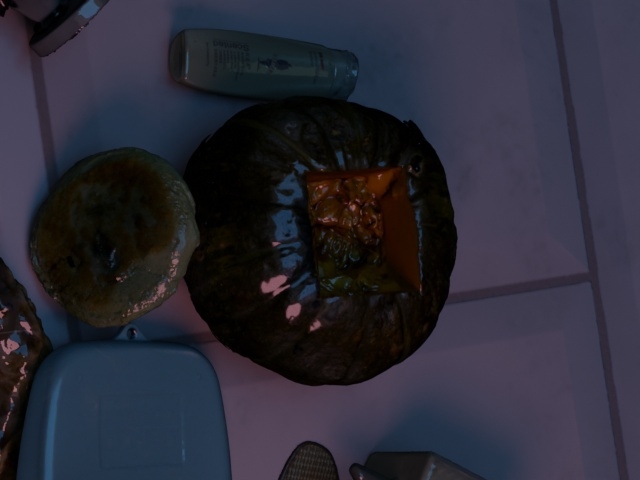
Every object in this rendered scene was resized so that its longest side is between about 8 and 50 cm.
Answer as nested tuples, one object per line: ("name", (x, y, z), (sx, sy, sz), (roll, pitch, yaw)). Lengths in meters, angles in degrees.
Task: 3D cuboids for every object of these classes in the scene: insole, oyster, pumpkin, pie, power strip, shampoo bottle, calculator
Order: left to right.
("oyster", (-0.331, 0.103, 1.704), (0.129, 0.078, 0.345), (-23, 99, -20))
("pie", (-0.208, -0.005, 1.735), (0.041, 0.187, 0.187), (35, 63, -66))
("calculator", (-0.191, 0.275, 1.741), (0.256, 0.054, 0.386), (3, 83, -41))
("shampoo bottle", (-0.060, -0.189, 1.885), (0.212, 0.049, 0.072), (1, 80, -28))
("insole", (-0.025, 0.343, 1.875), (0.086, 0.005, 0.253), (17, 77, -25))
("pumpkin", (0.000, 0.000, 1.817), (0.320, 0.192, 0.320), (2, 86, -28))
("power strip", (0.104, 0.308, 1.873), (0.224, 0.140, 0.139), (29, 73, -22))

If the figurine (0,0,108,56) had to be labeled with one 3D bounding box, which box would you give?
("figurine", (-0.309, -0.315, 1.719), (0.236, 0.133, 0.176), (45, 58, -20))
